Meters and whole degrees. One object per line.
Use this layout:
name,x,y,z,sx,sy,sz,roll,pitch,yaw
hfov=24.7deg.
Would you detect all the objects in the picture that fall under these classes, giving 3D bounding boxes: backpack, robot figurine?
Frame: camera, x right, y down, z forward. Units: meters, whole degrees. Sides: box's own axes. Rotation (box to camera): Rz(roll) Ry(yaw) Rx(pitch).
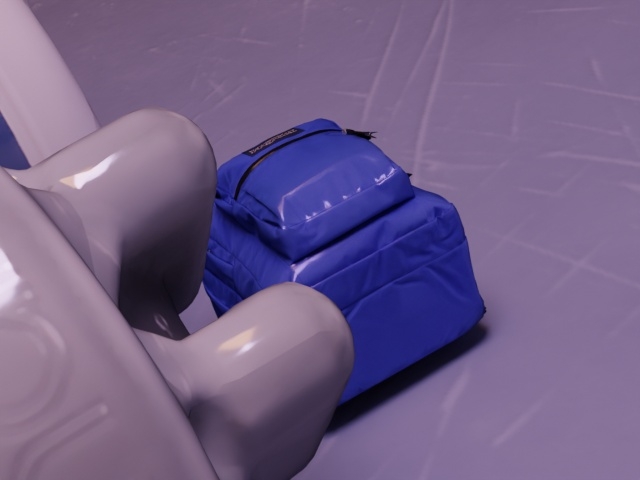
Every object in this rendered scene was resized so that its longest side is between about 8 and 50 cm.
backpack,0.000,0.000,0.626,0.098,0.101,0.120,-23,23,-18
robot figurine,-0.160,0.100,0.421,0.353,0.200,0.300,-34,71,-20

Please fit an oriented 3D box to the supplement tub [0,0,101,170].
supplement tub,-0.258,0.027,0.607,0.325,0.235,0.235,-32,29,-20

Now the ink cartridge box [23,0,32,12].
ink cartridge box,-0.205,-0.073,0.847,0.090,0.143,0.092,-11,29,18
